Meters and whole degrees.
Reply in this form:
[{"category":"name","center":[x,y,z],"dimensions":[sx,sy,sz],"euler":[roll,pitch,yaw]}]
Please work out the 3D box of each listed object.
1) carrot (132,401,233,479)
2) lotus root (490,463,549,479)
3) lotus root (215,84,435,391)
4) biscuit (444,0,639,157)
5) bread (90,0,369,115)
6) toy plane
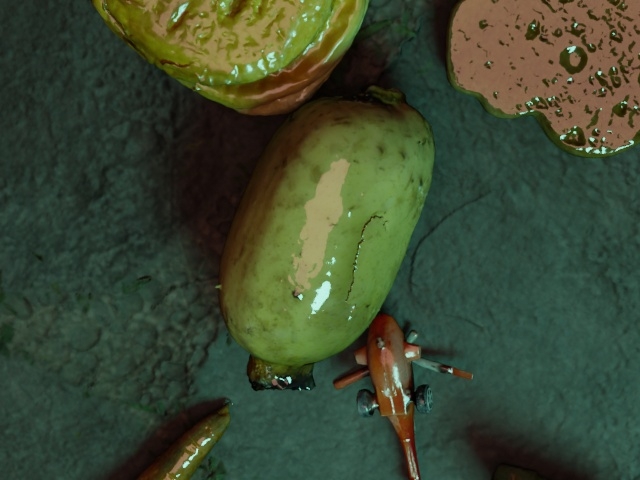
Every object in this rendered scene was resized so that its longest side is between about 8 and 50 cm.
[{"category":"carrot","center":[-0.156,0.237,1.287],"dimensions":[0.057,0.057,0.224],"euler":[42,97,-2]},{"category":"lotus root","center":[0.208,0.270,1.219],"dimensions":[0.159,0.135,0.095],"euler":[23,102,-12]},{"category":"lotus root","center":[0.000,0.000,1.178],"dimensions":[0.146,0.160,0.284],"euler":[27,103,42]},{"category":"biscuit","center":[0.267,-0.177,1.180],"dimensions":[0.319,0.047,0.183],"euler":[-23,99,8]},{"category":"bread","center":[-0.077,-0.224,1.165],"dimensions":[0.236,0.120,0.198],"euler":[34,99,-2]},{"category":"toy plane","center":[0.065,0.158,1.244],"dimensions":[0.126,0.077,0.194],"euler":[13,110,12]}]
